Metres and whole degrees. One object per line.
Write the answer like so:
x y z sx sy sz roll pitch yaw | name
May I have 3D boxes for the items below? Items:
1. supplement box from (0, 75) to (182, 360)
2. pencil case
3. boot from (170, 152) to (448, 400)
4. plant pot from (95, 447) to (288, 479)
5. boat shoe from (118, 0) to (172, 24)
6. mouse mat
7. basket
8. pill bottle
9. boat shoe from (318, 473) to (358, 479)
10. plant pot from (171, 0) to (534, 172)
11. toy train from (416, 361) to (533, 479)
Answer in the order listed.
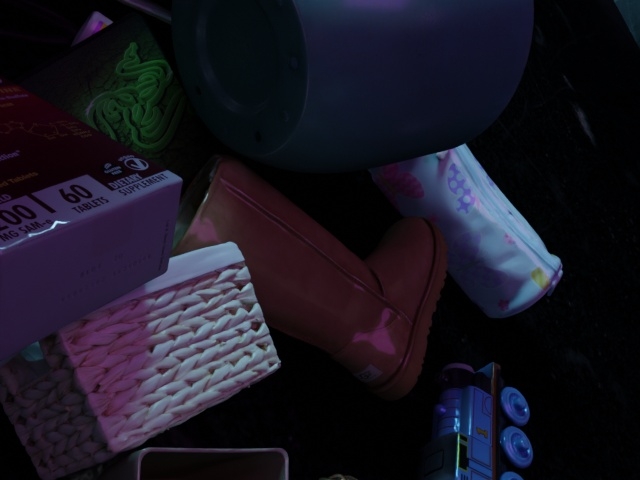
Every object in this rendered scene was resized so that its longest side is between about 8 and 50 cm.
-0.216 -0.042 0.428 0.239 0.073 0.130 29 33 20 | supplement box
0.176 -0.036 0.888 0.273 0.124 0.113 52 38 -7 | pencil case
0.000 0.000 0.706 0.269 0.089 0.236 36 42 -22 | boot
-0.092 0.188 0.457 0.109 0.096 0.109 14 68 -39 | plant pot
-0.213 -0.305 0.676 0.302 0.113 0.103 21 44 -37 | boat shoe
-0.168 -0.094 0.614 0.153 0.007 0.190 61 38 -23 | mouse mat
-0.125 0.080 0.499 0.167 0.113 0.103 -17 81 -50 | basket
-0.182 -0.169 0.666 0.083 0.043 0.043 32 44 -27 | pill bottle
0.017 0.226 0.580 0.207 0.073 0.073 33 41 -37 | boat shoe
0.007 -0.194 0.678 0.235 0.293 0.293 -25 83 -38 | plant pot
0.156 0.205 0.735 0.105 0.080 0.184 33 44 -19 | toy train
